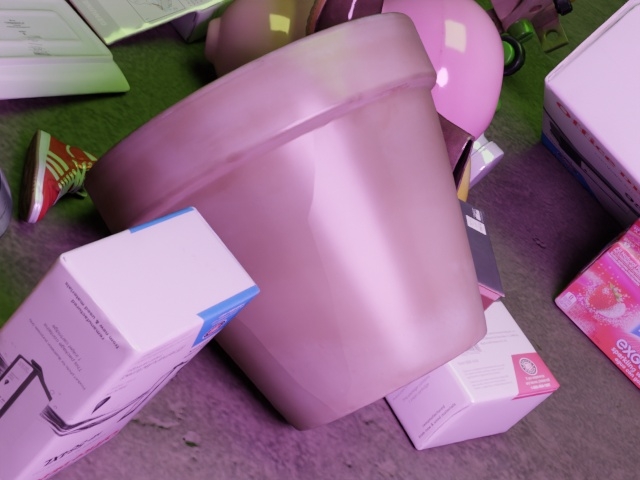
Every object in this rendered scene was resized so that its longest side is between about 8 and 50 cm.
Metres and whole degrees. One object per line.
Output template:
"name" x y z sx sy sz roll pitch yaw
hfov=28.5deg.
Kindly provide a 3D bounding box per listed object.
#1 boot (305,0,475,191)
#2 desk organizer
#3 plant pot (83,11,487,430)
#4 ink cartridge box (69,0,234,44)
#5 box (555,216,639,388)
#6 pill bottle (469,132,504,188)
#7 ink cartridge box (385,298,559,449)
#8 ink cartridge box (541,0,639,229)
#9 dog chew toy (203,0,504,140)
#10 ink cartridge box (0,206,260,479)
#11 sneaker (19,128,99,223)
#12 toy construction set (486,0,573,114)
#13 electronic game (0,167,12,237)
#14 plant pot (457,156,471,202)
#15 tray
"boot" 0.075 -0.148 1.264 0.207 0.248 0.090 31 26 30
"desk organizer" 0.140 0.018 1.257 0.047 0.050 0.130 25 34 -23
"plant pot" 0.000 0.000 1.104 0.323 0.323 0.280 -25 87 -57
"ink cartridge box" -0.231 -0.356 1.476 0.261 0.066 0.296 -30 72 -31
"box" 0.436 0.111 1.573 0.257 0.122 0.128 46 31 8
"pill bottle" 0.143 -0.151 1.593 0.184 0.103 0.103 48 32 9
"ink cartridge box" 0.115 0.091 1.276 0.159 0.092 0.217 0 52 -48
"ink cartridge box" 0.446 -0.124 1.680 0.285 0.166 0.395 49 2 11
"dog chew toy" 0.034 -0.203 1.434 0.332 0.206 0.206 8 39 -8
"ink cartridge box" -0.161 0.082 0.880 0.086 0.203 0.148 49 32 8
"sneaker" -0.229 -0.050 1.120 0.067 0.042 0.118 22 34 -23
"toy construction set" 0.243 -0.364 1.904 0.309 0.257 0.237 42 13 21
"electronic game" -0.350 -0.070 1.005 0.229 0.048 0.229 33 24 -17
"plant pot" 0.107 -0.041 1.417 0.134 0.134 0.095 8 72 -42
"tray" -0.298 -0.197 1.210 0.145 0.030 0.270 49 26 12
